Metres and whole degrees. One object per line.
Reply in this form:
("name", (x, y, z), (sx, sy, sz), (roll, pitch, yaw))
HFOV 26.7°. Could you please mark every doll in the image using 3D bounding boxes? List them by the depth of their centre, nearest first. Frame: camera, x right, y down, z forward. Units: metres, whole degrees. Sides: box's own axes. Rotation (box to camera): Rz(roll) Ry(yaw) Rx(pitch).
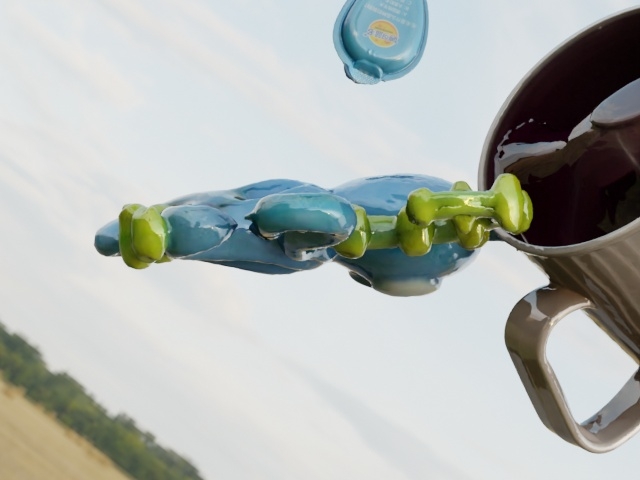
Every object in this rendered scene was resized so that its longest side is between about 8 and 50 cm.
("doll", (0.000, 0.000, 1.024), (0.341, 0.099, 0.346), (-5, 1, -15))

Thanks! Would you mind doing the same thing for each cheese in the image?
("cheese", (0.088, -0.283, 1.540), (0.106, 0.256, 0.037), (23, -21, -4))

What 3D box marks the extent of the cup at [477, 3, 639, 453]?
("cup", (0.266, 0.007, 1.025), (0.208, 0.288, 0.273), (-10, -39, 39))
